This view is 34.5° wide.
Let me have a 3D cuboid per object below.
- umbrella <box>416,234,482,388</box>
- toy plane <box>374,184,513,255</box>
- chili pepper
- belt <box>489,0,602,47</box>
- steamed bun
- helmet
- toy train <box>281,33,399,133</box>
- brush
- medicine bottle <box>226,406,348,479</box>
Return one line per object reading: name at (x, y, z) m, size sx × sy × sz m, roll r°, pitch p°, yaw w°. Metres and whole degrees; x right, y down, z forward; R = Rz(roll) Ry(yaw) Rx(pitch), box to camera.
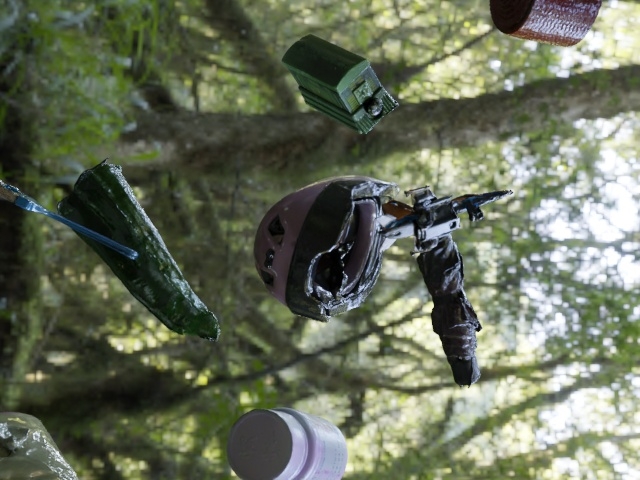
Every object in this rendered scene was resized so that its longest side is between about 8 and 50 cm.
umbrella at (0.258, 0.131, 2.023) m, size 0.094 × 0.090 × 0.326 m, roll -9°, pitch -80°, yaw 42°
toy plane at (0.162, -0.031, 1.329) m, size 0.135 × 0.188 × 0.062 m, roll 83°, pitch -1°, yaw -53°
chili pepper at (-0.181, 0.021, 1.097) m, size 0.088 × 0.059 × 0.227 m, roll -46°, pitch -102°, yaw 11°
belt at (0.276, -0.347, 1.272) m, size 0.128 × 0.124 × 0.201 m, roll -149°, pitch -114°, yaw -65°
steamed bun at (-0.366, 0.263, 1.154) m, size 0.238 × 0.170 × 0.153 m, roll 26°, pitch -59°, yaw 53°
helmet at (0.000, 0.000, 1.392) m, size 0.253 × 0.154 × 0.198 m, roll -52°, pitch 155°, yaw -65°
toy train at (0.013, -0.117, 0.764) m, size 0.093 × 0.038 × 0.056 m, roll 36°, pitch -14°, yaw 48°
brush at (-0.257, -0.020, 1.032) m, size 0.014 × 0.164 × 0.051 m, roll -62°, pitch -166°, yaw 0°
medicine bottle at (-0.058, 0.377, 1.841) m, size 0.254 × 0.152 × 0.152 m, roll 32°, pitch 51°, yaw -64°
